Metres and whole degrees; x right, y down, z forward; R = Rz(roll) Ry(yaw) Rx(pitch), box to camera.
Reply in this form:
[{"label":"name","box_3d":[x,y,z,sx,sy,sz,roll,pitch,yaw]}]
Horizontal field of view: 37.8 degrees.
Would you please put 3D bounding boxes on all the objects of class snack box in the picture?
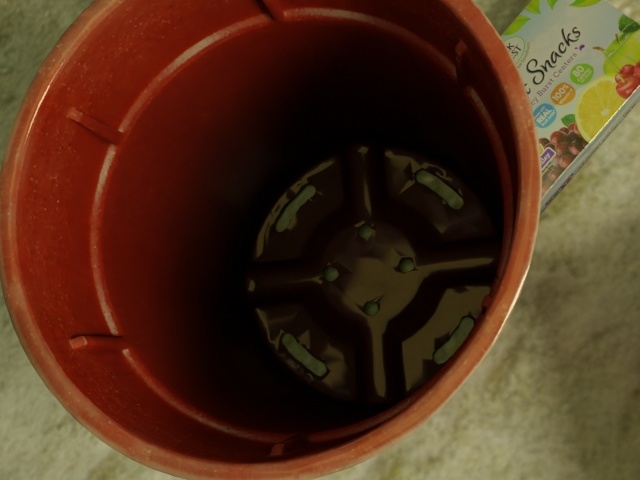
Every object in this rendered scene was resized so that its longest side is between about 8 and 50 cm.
[{"label":"snack box","box_3d":[0.159,-0.103,0.654,0.100,0.037,0.141,41,93,21]}]

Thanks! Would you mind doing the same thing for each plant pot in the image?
[{"label":"plant pot","box_3d":[0.000,0.000,0.562,0.272,0.265,0.273,-3,78,15]}]
